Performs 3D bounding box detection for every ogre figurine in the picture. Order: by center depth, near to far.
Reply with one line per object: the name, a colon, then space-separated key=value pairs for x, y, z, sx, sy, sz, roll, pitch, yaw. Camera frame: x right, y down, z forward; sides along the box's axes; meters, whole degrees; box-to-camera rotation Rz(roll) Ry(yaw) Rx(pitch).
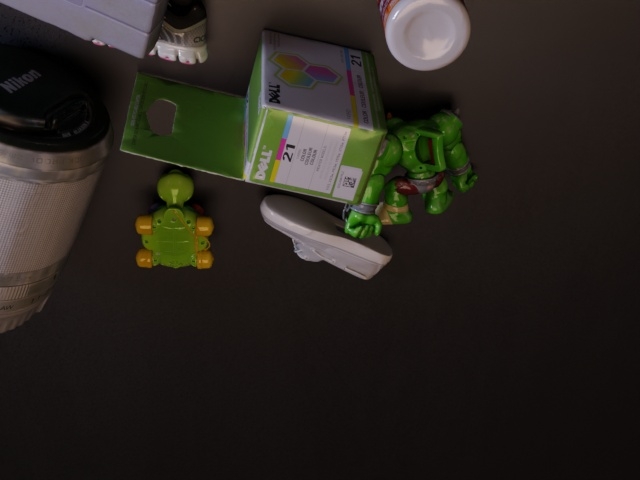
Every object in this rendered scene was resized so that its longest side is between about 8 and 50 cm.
ogre figurine: x=0.109 y=-0.084 z=1.188 sx=0.197 sy=0.097 sz=0.118 roll=-11 pitch=122 yaw=-17

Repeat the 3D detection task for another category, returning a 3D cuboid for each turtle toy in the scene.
turtle toy: x=-0.176 y=-0.022 z=1.254 sx=0.095 sy=0.066 sz=0.130 roll=2 pitch=124 yaw=-5

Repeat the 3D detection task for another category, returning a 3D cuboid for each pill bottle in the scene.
pill bottle: x=0.103 y=-0.244 z=1.067 sx=0.086 sy=0.152 sz=0.086 roll=-2 pitch=125 yaw=-2

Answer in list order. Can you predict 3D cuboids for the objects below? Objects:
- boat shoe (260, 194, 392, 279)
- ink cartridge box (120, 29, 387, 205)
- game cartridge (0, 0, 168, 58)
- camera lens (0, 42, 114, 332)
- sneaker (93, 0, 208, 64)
boat shoe: x=0.000 y=0.000 z=1.290 sx=0.184 sy=0.066 sz=0.063 roll=19 pitch=121 yaw=-27
ink cartridge box: x=-0.071 y=-0.148 z=1.100 sx=0.255 sy=0.189 sz=0.097 roll=12 pitch=124 yaw=-11
game cartridge: x=-0.300 y=-0.332 z=0.972 sx=0.355 sy=0.068 sz=0.230 roll=24 pitch=140 yaw=-3
camera lens: x=-0.363 y=-0.061 z=1.122 sx=0.219 sy=0.219 sz=0.274 roll=19 pitch=121 yaw=-16
sneaker: x=-0.198 y=-0.245 z=1.104 sx=0.170 sy=0.063 sz=0.075 roll=12 pitch=116 yaw=-10
